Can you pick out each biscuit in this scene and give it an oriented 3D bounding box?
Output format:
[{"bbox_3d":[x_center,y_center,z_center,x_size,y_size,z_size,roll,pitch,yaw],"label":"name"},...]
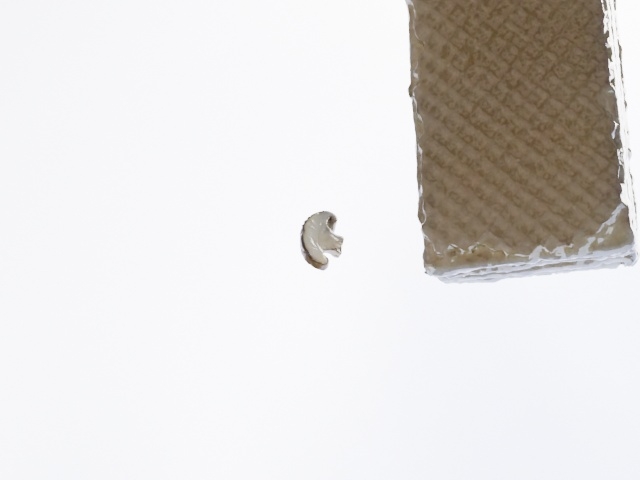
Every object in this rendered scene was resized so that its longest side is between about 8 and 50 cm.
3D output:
[{"bbox_3d":[0.119,-0.187,0.797,0.144,0.078,0.426,-6,-103,20],"label":"biscuit"}]

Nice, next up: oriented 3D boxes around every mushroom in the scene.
[{"bbox_3d":[0.000,0.000,1.289,0.049,0.019,0.101,17,-147,-1],"label":"mushroom"}]
